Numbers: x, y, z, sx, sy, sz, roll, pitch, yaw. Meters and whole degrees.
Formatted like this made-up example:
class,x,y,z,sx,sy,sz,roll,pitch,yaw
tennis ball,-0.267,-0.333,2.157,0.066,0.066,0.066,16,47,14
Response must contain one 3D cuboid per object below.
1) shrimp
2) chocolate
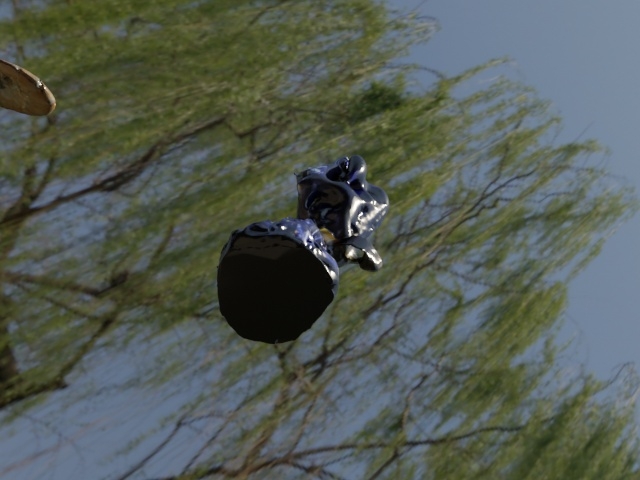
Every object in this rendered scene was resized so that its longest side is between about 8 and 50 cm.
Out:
class,x,y,z,sx,sy,sz,roll,pitch,yaw
shrimp,-0.523,-0.255,1.547,0.236,0.133,0.053,20,-104,11
chocolate,0.002,-0.004,1.087,0.148,0.343,0.126,20,-65,10
